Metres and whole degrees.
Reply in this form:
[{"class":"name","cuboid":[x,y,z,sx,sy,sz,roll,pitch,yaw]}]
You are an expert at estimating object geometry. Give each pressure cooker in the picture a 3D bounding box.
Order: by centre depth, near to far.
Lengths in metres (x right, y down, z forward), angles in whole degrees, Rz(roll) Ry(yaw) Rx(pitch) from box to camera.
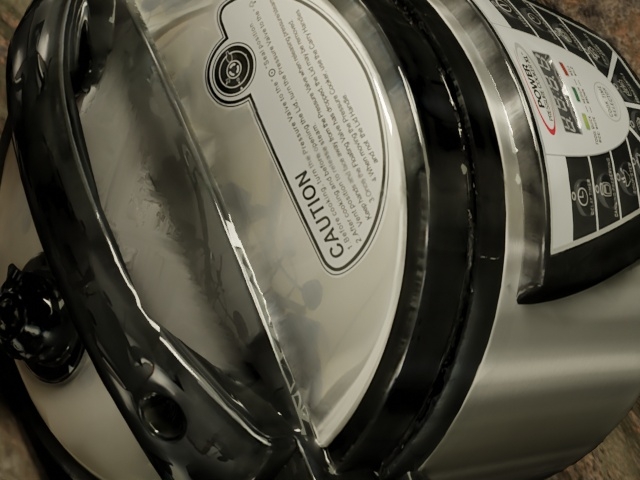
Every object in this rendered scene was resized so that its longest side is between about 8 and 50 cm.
[{"class":"pressure cooker","cuboid":[-0.004,0.005,0.820,0.370,0.376,0.420,21,10,37]}]
